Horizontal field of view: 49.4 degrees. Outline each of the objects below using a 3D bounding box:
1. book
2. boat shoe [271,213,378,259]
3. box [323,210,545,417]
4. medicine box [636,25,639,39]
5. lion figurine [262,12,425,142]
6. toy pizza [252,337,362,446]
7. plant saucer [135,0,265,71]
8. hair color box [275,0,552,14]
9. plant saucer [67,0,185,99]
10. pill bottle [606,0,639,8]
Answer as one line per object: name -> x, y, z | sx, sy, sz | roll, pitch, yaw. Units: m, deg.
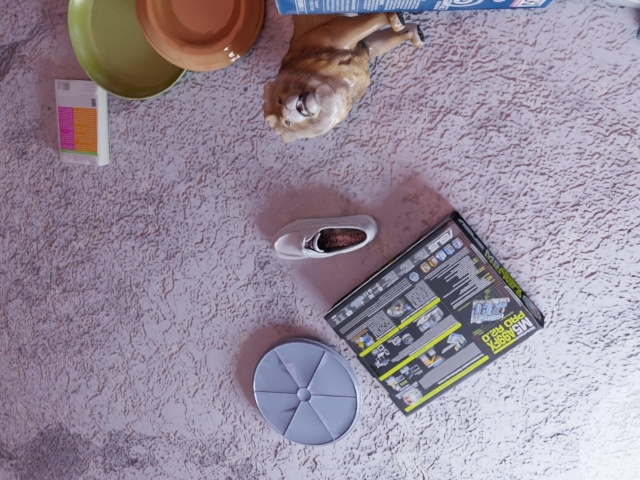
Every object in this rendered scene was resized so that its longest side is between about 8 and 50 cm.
book -> -0.418, -0.207, 1.217 | 0.096, 0.035, 0.144 | 8, 106, 20
boat shoe -> 0.000, 0.000, 1.111 | 0.184, 0.063, 0.066 | -3, 102, 19
box -> 0.171, 0.119, 1.088 | 0.270, 0.060, 0.216 | -40, 89, 23
medicine box -> 0.571, -0.298, 0.799 | 0.263, 0.149, 0.289 | 35, 111, 7
lion figurine -> -0.002, -0.352, 1.002 | 0.240, 0.142, 0.392 | -13, 85, 29
toy pizza -> -0.023, 0.260, 1.203 | 0.201, 0.032, 0.201 | 5, 105, 19
plant saucer -> -0.184, -0.361, 1.061 | 0.200, 0.037, 0.199 | 0, 99, -2
hair color box -> 0.116, -0.376, 0.847 | 0.347, 0.105, 0.173 | -1, 92, 2
plant saucer -> -0.301, -0.353, 1.137 | 0.241, 0.037, 0.240 | 5, 105, 18
pill bottle -> 0.388, -0.423, 0.826 | 0.153, 0.153, 0.264 | 22, 109, 12
